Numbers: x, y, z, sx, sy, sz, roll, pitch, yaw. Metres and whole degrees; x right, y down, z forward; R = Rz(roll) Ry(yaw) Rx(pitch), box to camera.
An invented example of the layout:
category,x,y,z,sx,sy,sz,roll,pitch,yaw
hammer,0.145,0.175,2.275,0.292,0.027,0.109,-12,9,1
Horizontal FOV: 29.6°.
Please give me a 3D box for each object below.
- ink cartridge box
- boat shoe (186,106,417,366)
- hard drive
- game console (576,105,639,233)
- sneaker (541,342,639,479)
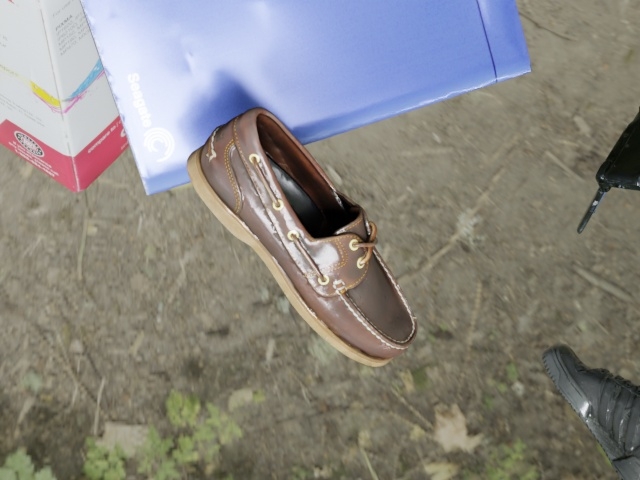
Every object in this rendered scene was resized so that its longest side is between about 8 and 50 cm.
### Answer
category,x,y,z,sx,sy,sz,roll,pitch,yaw
ink cartridge box,-0.275,-0.214,1.085,0.226,0.306,0.131,34,62,13
boat shoe,0.000,0.000,0.826,0.073,0.073,0.207,-33,109,34
hard drive,-0.015,-0.183,0.934,0.319,0.040,0.210,-18,104,-4
game console,0.243,-0.061,0.851,0.122,0.107,0.071,-54,135,-27
sneaker,0.231,0.121,0.828,0.089,0.170,0.051,-38,149,11
